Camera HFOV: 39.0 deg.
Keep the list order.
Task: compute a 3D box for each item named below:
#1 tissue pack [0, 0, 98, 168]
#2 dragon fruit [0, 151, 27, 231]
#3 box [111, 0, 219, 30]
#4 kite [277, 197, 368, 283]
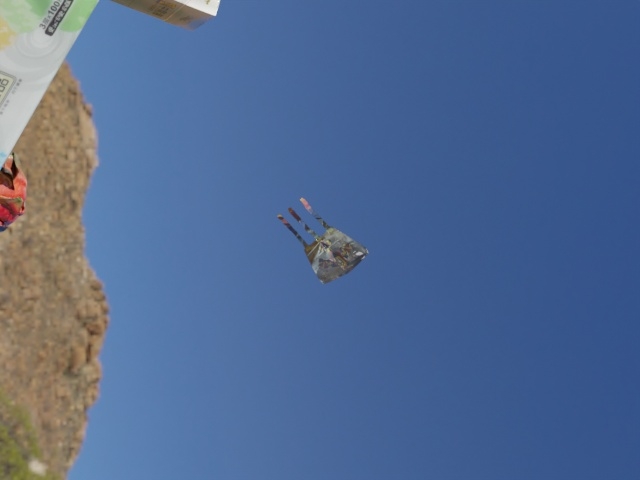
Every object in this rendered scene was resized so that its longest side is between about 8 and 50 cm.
[{"bbox_3d":[-0.319,-0.172,0.751,0.159,0.145,0.229,43,-75,31],"label":"tissue pack"},{"bbox_3d":[-0.521,-0.082,1.413,0.121,0.130,0.142,-80,-166,-79],"label":"dragon fruit"},{"bbox_3d":[-0.347,-0.523,1.895,0.155,0.243,0.067,1,-104,65],"label":"box"},{"bbox_3d":[0.000,0.001,2.148,0.141,0.245,0.015,-38,-151,9],"label":"kite"}]
